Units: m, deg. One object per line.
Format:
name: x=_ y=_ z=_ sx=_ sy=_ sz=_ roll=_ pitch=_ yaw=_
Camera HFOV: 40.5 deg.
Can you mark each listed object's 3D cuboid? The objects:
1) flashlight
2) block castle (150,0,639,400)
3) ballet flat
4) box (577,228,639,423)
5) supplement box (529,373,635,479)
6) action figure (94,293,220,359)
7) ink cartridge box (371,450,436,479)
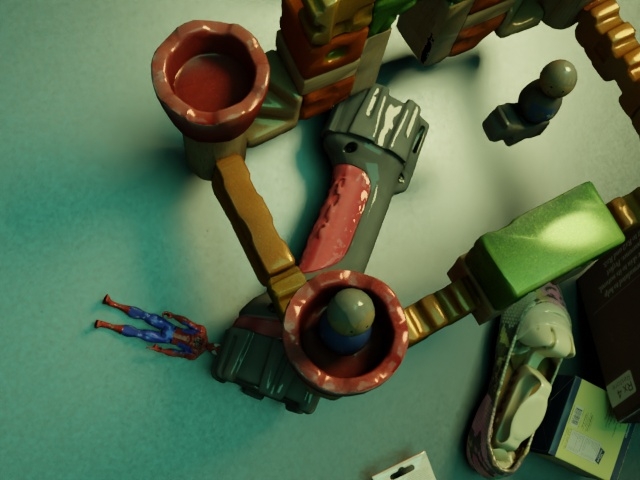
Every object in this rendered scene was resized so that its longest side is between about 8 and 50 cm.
flashlight: x=0.000 y=0.000 z=0.793 sx=0.103 sy=0.103 sz=0.304 roll=14 pitch=74 yaw=24
block castle: x=0.126 y=-0.097 z=0.678 sx=0.453 sy=0.213 sz=0.303 roll=-25 pitch=76 yaw=-12
ballet flat: x=0.206 y=0.130 z=0.854 sx=0.076 sy=0.079 sz=0.222 roll=24 pitch=77 yaw=-13
box: x=0.398 y=0.076 z=0.848 sx=0.203 sy=0.168 sz=0.167 roll=7 pitch=55 yaw=-17
supplement box: x=0.262 y=0.189 z=0.878 sx=0.083 sy=0.056 sz=0.083 roll=27 pitch=77 yaw=-14
action figure: x=-0.141 y=0.082 z=0.773 sx=0.115 sy=0.030 sz=0.038 roll=20 pitch=75 yaw=-18
ink cartridge box: x=0.090 y=0.265 z=0.829 sx=0.062 sy=0.029 sz=0.115 roll=-21 pitch=90 yaw=-18
